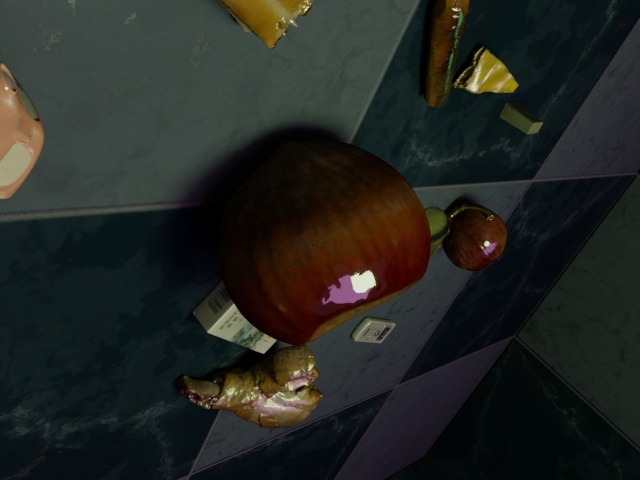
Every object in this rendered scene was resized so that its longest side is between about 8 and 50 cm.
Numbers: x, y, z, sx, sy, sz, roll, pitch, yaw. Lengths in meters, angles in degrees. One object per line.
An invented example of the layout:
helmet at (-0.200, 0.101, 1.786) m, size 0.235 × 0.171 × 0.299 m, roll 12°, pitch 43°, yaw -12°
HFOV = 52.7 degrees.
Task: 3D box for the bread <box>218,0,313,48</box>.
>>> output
bread at (-0.065, -0.402, 0.840) m, size 0.239 × 0.111 × 0.246 m, roll -47°, pitch 152°, yaw 10°

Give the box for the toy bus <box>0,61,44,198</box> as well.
toy bus at (-0.430, -0.100, 0.695) m, size 0.288 × 0.194 × 0.232 m, roll -46°, pitch 158°, yaw 1°

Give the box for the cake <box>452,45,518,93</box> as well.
cake at (0.379, -0.354, 1.472) m, size 0.116 × 0.079 × 0.185 m, roll -51°, pitch 154°, yaw 5°

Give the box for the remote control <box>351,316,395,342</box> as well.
remote control at (0.167, 0.284, 2.039) m, size 0.087 × 0.029 × 0.190 m, roll -52°, pitch 149°, yaw 12°

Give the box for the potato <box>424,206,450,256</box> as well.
potato at (0.226, 0.057, 1.759) m, size 0.269 × 0.112 × 0.255 m, roll -15°, pitch 140°, yaw -38°

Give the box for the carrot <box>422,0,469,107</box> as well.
carrot at (0.245, -0.380, 1.289) m, size 0.070 × 0.070 × 0.260 m, roll -32°, pitch 149°, yaw -21°

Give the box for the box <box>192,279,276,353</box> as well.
box at (-0.149, 0.155, 1.457) m, size 0.164 × 0.069 × 0.256 m, roll -46°, pitch 150°, yaw 3°

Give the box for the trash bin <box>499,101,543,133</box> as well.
trash bin at (0.520, -0.315, 1.673) m, size 0.060 × 0.092 × 0.043 m, roll -12°, pitch 139°, yaw -42°

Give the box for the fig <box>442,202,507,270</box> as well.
fig at (0.435, -0.020, 1.853) m, size 0.205 × 0.205 × 0.205 m, roll -31°, pitch 147°, yaw -23°

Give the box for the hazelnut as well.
hazelnut at (0.000, 0.000, 1.215) m, size 0.409 × 0.359 × 0.359 m, roll -18°, pitch 141°, yaw -32°

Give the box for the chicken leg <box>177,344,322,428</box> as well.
chicken leg at (-0.147, 0.346, 1.601) m, size 0.409 × 0.182 × 0.295 m, roll 16°, pitch 135°, yaw -38°
